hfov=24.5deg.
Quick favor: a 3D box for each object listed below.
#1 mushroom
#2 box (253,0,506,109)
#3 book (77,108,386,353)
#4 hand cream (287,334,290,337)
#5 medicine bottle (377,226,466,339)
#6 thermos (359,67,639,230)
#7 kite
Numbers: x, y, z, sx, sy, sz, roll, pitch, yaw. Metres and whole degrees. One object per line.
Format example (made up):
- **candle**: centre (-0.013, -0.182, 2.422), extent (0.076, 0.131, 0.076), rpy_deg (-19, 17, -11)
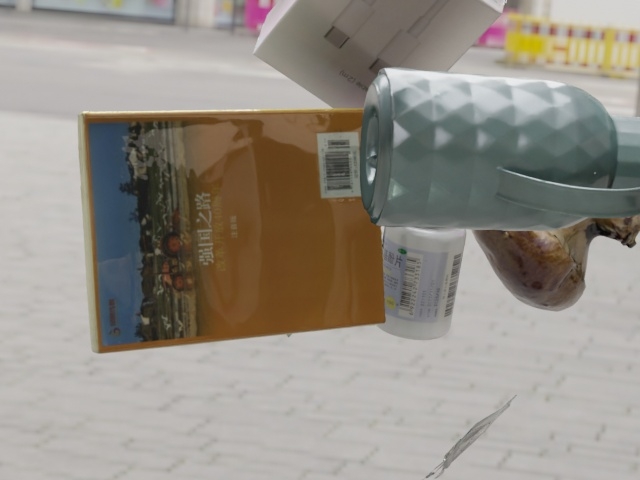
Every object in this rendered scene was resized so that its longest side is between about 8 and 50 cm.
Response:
- **mushroom**: centre (0.337, -0.019, 2.264), extent (0.254, 0.267, 0.267), rpy_deg (-21, 17, -15)
- **box**: centre (0.072, -0.275, 1.797), extent (0.203, 0.252, 0.106), rpy_deg (33, 38, -16)
- **book**: centre (-0.092, -0.018, 1.679), extent (0.374, 0.262, 0.028), rpy_deg (-4, 2, -30)
- **hand cream**: centre (0.000, 0.000, 1.985), extent (0.109, 0.320, 0.067), rpy_deg (45, 35, 7)
- **medicine bottle**: centre (0.125, 0.022, 1.837), extent (0.103, 0.186, 0.103), rpy_deg (7, 19, -2)
- **thermos**: centre (0.186, -0.074, 1.338), extent (0.286, 0.145, 0.182), rpy_deg (3, 24, -5)
- **kite**: centre (0.173, 0.295, 1.986), extent (0.015, 0.141, 0.245), rpy_deg (43, 60, 15)
